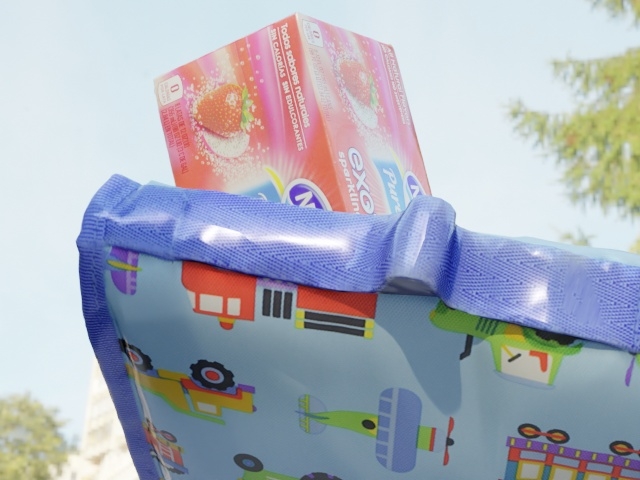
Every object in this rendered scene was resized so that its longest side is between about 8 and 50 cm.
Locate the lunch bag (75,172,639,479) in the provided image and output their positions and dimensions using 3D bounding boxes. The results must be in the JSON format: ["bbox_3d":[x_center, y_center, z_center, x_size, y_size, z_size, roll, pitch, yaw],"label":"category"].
[{"bbox_3d":[0.034,0.071,0.469,0.221,0.138,0.293,11,-26,11],"label":"lunch bag"}]

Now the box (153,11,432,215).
[{"bbox_3d":[0.000,0.000,0.881,0.142,0.300,0.154,-19,-11,30],"label":"box"}]
